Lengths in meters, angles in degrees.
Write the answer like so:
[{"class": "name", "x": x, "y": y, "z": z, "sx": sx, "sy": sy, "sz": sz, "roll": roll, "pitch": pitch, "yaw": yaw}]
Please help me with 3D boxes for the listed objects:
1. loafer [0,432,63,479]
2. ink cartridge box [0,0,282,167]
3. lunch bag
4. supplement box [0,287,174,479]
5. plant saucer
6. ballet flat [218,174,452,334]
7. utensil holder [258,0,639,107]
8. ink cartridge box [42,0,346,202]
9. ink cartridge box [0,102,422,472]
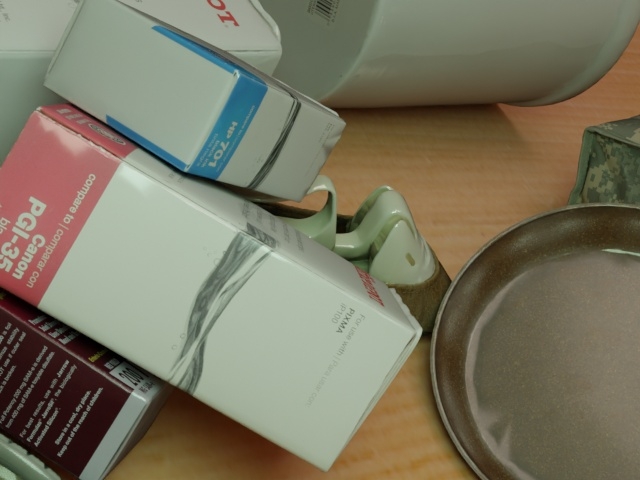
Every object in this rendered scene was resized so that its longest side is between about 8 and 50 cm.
[{"class": "loafer", "x": -0.246, "y": 0.141, "z": 0.738, "sx": 0.251, "sy": 0.094, "sz": 0.087, "roll": 34, "pitch": 74, "yaw": -3}, {"class": "ink cartridge box", "x": -0.275, "y": -0.194, "z": 1.030, "sx": 0.395, "sy": 0.166, "sz": 0.285, "roll": -7, "pitch": 51, "yaw": -40}, {"class": "lunch bag", "x": 0.447, "y": -0.027, "z": 1.307, "sx": 0.287, "sy": 0.169, "sz": 0.235, "roll": 28, "pitch": 30, "yaw": 33}, {"class": "supplement box", "x": -0.218, "y": 0.059, "z": 0.810, "sx": 0.239, "sy": 0.073, "sz": 0.130, "roll": 32, "pitch": 7, "yaw": 1}, {"class": "plant saucer", "x": 0.250, "y": 0.111, "z": 1.034, "sx": 0.310, "sy": 0.050, "sz": 0.311, "roll": -2, "pitch": 61, "yaw": 4}, {"class": "ballet flat", "x": 0.000, "y": 0.000, "z": 1.034, "sx": 0.342, "sy": 0.124, "sz": 0.116, "roll": 13, "pitch": 36, "yaw": -24}, {"class": "utensil holder", "x": 0.113, "y": -0.304, "z": 1.315, "sx": 0.385, "sy": 0.328, "sz": 0.327, "roll": -7, "pitch": 50, "yaw": -38}, {"class": "ink cartridge box", "x": -0.086, "y": -0.102, "z": 0.884, "sx": 0.139, "sy": 0.082, "sz": 0.190, "roll": 31, "pitch": 6, "yaw": 23}, {"class": "ink cartridge box", "x": -0.087, "y": 0.023, "z": 0.844, "sx": 0.283, "sy": 0.117, "sz": 0.207, "roll": 31, "pitch": 4, "yaw": -6}]
